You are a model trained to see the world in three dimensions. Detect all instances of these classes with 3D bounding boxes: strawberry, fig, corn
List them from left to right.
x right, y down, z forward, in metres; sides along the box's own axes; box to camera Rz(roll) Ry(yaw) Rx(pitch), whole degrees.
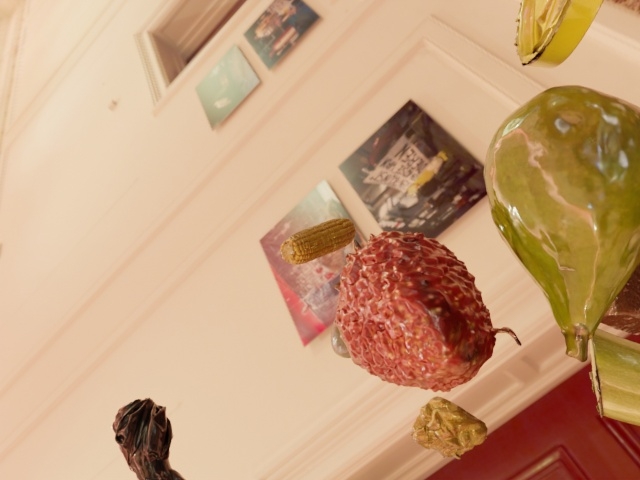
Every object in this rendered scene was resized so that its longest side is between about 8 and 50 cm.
[{"bbox_3d":[0.000,0.000,1.010,0.207,0.068,0.068,-23,-112,-44],"label":"corn"},{"bbox_3d":[0.181,0.133,0.837,0.292,0.292,0.343,40,177,-29],"label":"strawberry"},{"bbox_3d":[0.312,-0.035,0.650,0.232,0.315,0.233,21,-171,-3],"label":"fig"}]

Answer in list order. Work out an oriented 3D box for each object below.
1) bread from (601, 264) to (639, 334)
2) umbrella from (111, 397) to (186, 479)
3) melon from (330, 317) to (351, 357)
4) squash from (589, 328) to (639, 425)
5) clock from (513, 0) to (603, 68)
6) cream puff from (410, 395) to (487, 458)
[{"bbox_3d":[0.781,0.149,1.164,0.416,0.113,0.165,18,-120,-24],"label":"bread"},{"bbox_3d":[-0.313,0.472,0.938,0.118,0.118,0.340,24,-144,-59],"label":"umbrella"},{"bbox_3d":[0.088,0.262,1.415,0.114,0.168,0.114,15,-160,-5],"label":"melon"},{"bbox_3d":[0.509,0.231,0.680,0.287,0.137,0.137,19,168,46],"label":"squash"},{"bbox_3d":[0.330,-0.364,0.611,0.071,0.278,0.293,12,161,4],"label":"clock"},{"bbox_3d":[0.275,0.412,1.055,0.146,0.116,0.146,33,166,10],"label":"cream puff"}]
